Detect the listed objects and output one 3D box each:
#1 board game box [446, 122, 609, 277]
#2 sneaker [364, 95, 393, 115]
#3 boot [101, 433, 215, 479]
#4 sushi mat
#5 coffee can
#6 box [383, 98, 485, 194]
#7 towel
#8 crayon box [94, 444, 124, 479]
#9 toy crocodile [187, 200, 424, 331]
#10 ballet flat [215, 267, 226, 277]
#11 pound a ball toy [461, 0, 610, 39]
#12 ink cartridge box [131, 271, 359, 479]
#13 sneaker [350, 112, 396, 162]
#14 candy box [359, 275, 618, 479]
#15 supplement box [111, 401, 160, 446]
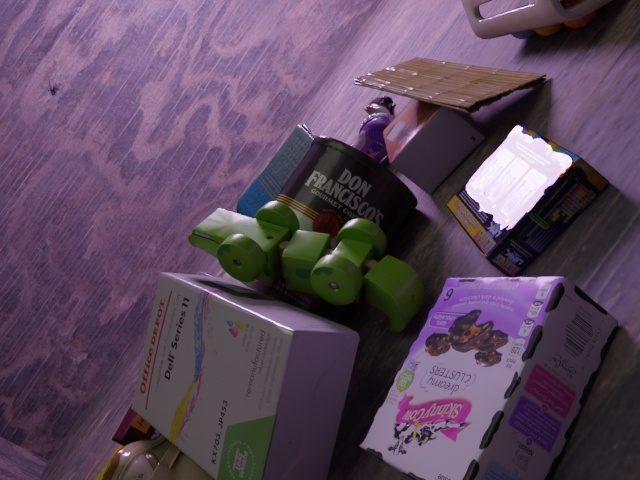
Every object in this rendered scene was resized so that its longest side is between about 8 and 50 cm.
[{"bbox_3d":[0.229,-0.052,0.675,0.141,0.048,0.170,-52,16,17],"label":"board game box"},{"bbox_3d":[0.153,-0.341,1.462,0.065,0.061,0.158,-46,17,6],"label":"sneaker"},{"bbox_3d":[-0.137,0.319,0.772,0.262,0.204,0.095,35,-108,-75],"label":"boot"},{"bbox_3d":[0.194,-0.258,0.940,0.152,0.019,0.316,-22,30,-20],"label":"sushi mat"},{"bbox_3d":[0.000,0.000,0.945,0.275,0.202,0.201,-57,16,-5],"label":"coffee can"},{"bbox_3d":[0.184,-0.179,0.980,0.130,0.091,0.170,-48,17,22],"label":"box"},{"bbox_3d":[-0.046,-0.074,1.263,0.271,0.040,0.370,-50,42,11],"label":"towel"},{"bbox_3d":[-0.434,0.526,1.334,0.318,0.081,0.202,-55,16,1],"label":"crayon box"},{"bbox_3d":[-0.026,0.028,0.787,0.115,0.341,0.105,-54,-30,-46],"label":"toy crocodile"},{"bbox_3d":[-0.220,0.180,1.401,0.409,0.147,0.147,-51,16,22],"label":"ballet flat"},{"bbox_3d":[0.374,-0.394,0.868,0.208,0.135,0.319,-29,17,-2],"label":"pound a ball toy"},{"bbox_3d":[-0.133,0.165,0.767,0.354,0.119,0.207,14,93,45],"label":"ink cartridge box"},{"bbox_3d":[0.098,-0.176,1.242,0.236,0.095,0.104,-42,26,52],"label":"sneaker"},{"bbox_3d":[0.140,0.131,0.514,0.196,0.070,0.165,-59,17,-15],"label":"candy box"},{"bbox_3d":[-0.232,0.327,0.966,0.081,0.188,0.104,-29,30,56],"label":"supplement box"}]
